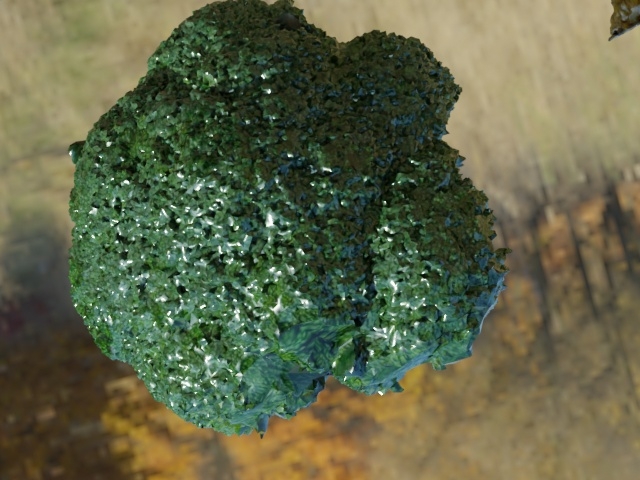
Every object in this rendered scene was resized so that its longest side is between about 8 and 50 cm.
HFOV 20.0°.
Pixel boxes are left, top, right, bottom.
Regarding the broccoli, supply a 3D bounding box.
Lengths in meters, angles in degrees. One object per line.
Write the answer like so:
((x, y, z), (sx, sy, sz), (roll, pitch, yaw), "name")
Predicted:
((0.000, 0.000, 1.047), (0.254, 0.269, 0.269), (-56, 173, 5), "broccoli")

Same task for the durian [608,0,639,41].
((0.292, -0.301, 1.243), (0.341, 0.112, 0.191), (-56, -177, -28), "durian")
